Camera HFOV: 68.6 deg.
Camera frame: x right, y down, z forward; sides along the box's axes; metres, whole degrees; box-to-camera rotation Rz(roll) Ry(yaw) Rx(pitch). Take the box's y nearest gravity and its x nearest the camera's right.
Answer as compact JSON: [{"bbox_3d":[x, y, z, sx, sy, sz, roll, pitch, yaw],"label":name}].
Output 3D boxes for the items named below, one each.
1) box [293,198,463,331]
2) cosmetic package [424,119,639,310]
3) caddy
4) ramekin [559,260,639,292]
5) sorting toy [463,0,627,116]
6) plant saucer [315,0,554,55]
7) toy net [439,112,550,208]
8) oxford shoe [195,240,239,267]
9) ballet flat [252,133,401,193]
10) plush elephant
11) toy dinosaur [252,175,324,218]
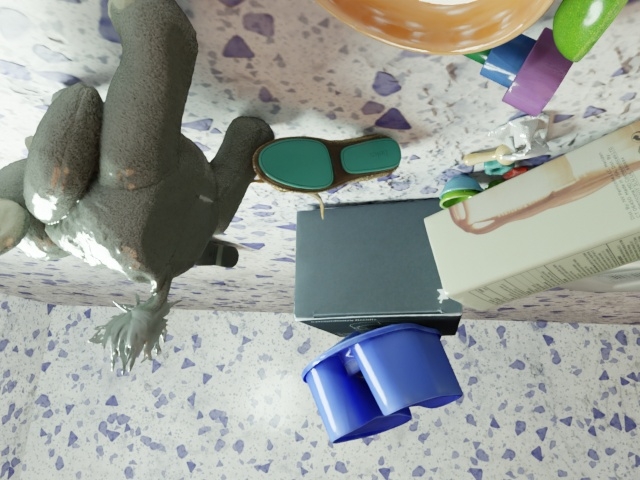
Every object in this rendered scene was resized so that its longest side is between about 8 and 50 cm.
[{"bbox_3d":[0.136,0.084,0.993,0.293,0.212,0.395,-3,164,13],"label":"box"},{"bbox_3d":[0.316,-0.016,0.641,0.296,0.129,0.153,-26,151,29],"label":"cosmetic package"},{"bbox_3d":[0.117,0.254,0.898,0.241,0.179,0.341,-33,150,21],"label":"caddy"},{"bbox_3d":[0.521,0.004,0.802,0.276,0.135,0.277,2,165,1],"label":"ramekin"},{"bbox_3d":[0.139,-0.199,0.259,0.126,0.127,0.365,30,170,10],"label":"sorting toy"},{"bbox_3d":[0.043,-0.186,0.257,0.199,0.037,0.200,29,171,5],"label":"plant saucer"},{"bbox_3d":[0.256,-0.096,0.650,0.122,0.045,0.232,5,164,-7],"label":"toy net"},{"bbox_3d":[-0.296,0.025,1.134,0.076,0.076,0.212,8,169,34],"label":"oxford shoe"},{"bbox_3d":[0.006,-0.094,0.591,0.206,0.073,0.067,-7,179,-27],"label":"ballet flat"},{"bbox_3d":[-0.238,-0.060,0.506,0.255,0.330,0.272,17,177,19],"label":"plush elephant"},{"bbox_3d":[-0.047,-0.093,0.716,0.211,0.064,0.112,22,175,-28],"label":"toy dinosaur"}]
